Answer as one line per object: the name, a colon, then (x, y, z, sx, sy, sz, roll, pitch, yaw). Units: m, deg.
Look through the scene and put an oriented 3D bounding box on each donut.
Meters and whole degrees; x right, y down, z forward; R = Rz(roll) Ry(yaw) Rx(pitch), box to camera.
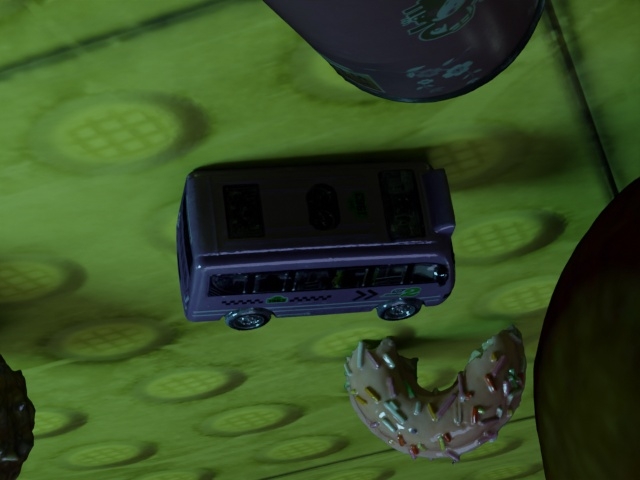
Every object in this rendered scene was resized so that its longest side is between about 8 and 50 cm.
donut: (0.104, 0.138, 1.270, 0.166, 0.117, 0.065, -14, 162, 8)

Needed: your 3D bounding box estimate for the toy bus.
toy bus: (0.000, 0.000, 0.924, 0.178, 0.086, 0.098, -3, 151, -11)

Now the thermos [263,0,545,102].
thermos: (0.014, -0.138, 0.475, 0.136, 0.109, 0.330, -19, 168, 13)

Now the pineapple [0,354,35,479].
pineapple: (-0.334, 0.095, 0.972, 0.170, 0.141, 0.310, 7, 161, 31)

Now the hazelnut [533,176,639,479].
hazelnut: (0.340, 0.083, 0.925, 0.402, 0.402, 0.429, 5, 168, -32)
